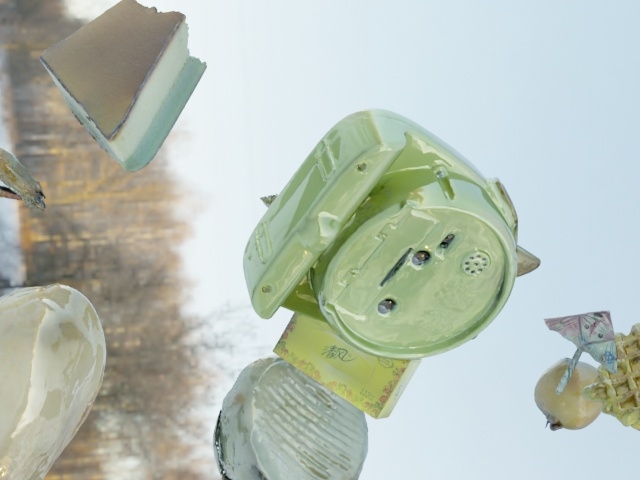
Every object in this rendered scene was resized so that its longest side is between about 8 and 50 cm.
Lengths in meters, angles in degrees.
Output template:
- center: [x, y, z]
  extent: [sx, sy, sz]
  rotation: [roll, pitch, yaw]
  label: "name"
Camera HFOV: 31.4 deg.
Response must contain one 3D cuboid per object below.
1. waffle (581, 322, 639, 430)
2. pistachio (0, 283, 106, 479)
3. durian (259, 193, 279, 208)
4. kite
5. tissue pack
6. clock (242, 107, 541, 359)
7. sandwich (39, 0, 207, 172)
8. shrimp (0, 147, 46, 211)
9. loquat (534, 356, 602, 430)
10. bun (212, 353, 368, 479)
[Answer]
- center: [0.555, 0.206, 1.833]
  extent: [0.243, 0.238, 0.058]
  rotation: [19, -29, 46]
  label: "waffle"
- center: [-0.374, 0.192, 1.423]
  extent: [0.187, 0.188, 0.299]
  rotation: [-129, -122, -69]
  label: "pistachio"
- center: [-0.001, 0.001, 1.695]
  extent: [0.108, 0.119, 0.186]
  rotation: [-136, -157, -85]
  label: "durian"
- center: [0.393, 0.164, 1.734]
  extent: [0.137, 0.152, 0.005]
  rotation: [38, -11, 14]
  label: "kite"
- center: [0.035, 0.154, 1.532]
  extent: [0.095, 0.176, 0.062]
  rotation: [-60, 161, 6]
  label: "tissue pack"
- center: [0.107, 0.021, 1.392]
  extent: [0.286, 0.348, 0.117]
  rotation: [-53, -152, 23]
  label: "clock"
- center: [-0.232, -0.206, 1.473]
  extent: [0.220, 0.186, 0.108]
  rotation: [48, -12, 40]
  label: "sandwich"
- center: [-0.549, -0.105, 1.986]
  extent: [0.190, 0.101, 0.042]
  rotation: [40, 24, -41]
  label: "shrimp"
- center: [0.494, 0.305, 2.251]
  extent: [0.137, 0.163, 0.163]
  rotation: [48, -7, -12]
  label: "loquat"
- center: [-0.047, 0.278, 1.630]
  extent: [0.141, 0.239, 0.239]
  rotation: [-32, -119, 55]
  label: "bun"
